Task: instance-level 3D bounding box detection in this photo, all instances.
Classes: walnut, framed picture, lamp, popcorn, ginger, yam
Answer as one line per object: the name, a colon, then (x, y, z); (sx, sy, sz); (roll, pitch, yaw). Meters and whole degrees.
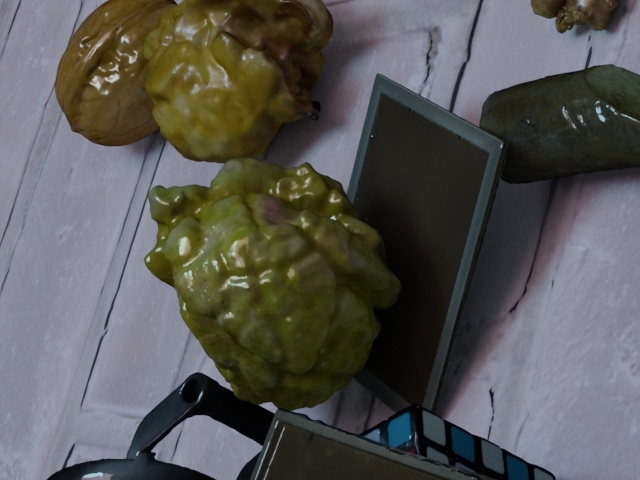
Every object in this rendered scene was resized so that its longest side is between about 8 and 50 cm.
walnut: (-0.235, -0.209, 2.322); (0.207, 0.159, 0.159); (-49, 38, 10)
framed picture: (0.082, 0.009, 1.833); (0.231, 0.018, 0.293); (36, 117, 53)
lamp: (-0.175, 0.349, 1.850); (0.374, 0.205, 0.272); (-36, 47, 22)
popcorn: (-0.088, -0.200, 2.116); (0.253, 0.191, 0.190); (-32, 12, 33)
framed picture: (0.016, 0.268, 1.509); (0.315, 0.024, 0.232); (12, 79, 55)
ginger: (0.296, -0.281, 1.806); (0.193, 0.052, 0.176); (8, 75, 44)
yam: (0.254, -0.106, 1.698); (0.259, 0.106, 0.106); (-8, 62, 50)
popcorn: (-0.042, 0.034, 1.814); (0.212, 0.259, 0.259); (-27, 39, -7)

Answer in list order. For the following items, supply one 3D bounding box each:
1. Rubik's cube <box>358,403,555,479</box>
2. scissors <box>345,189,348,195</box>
Rubik's cube: (0.084, 0.276, 1.596); (0.182, 0.187, 0.184); (-33, 43, 35)
scissors: (0.000, 0.000, 1.963); (0.204, 0.101, 0.027); (-49, 10, -5)
